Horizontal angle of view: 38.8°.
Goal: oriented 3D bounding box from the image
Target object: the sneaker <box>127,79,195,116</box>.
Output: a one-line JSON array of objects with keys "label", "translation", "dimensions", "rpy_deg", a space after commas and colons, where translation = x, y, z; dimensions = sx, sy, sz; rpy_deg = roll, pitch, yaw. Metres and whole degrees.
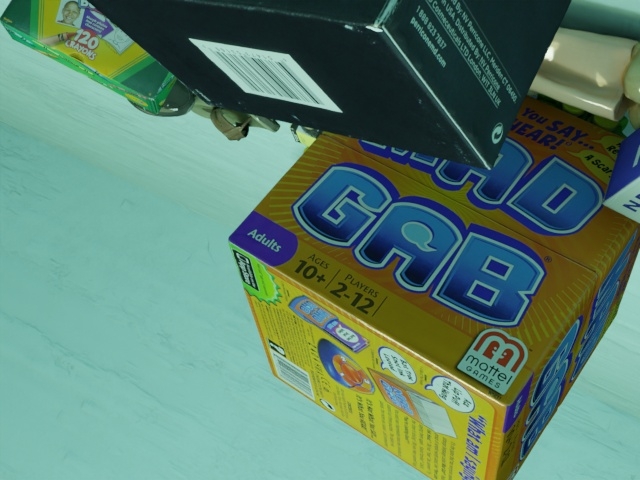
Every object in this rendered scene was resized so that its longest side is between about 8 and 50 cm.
[{"label": "sneaker", "translation": [-0.369, -0.330, 1.786], "dimensions": [0.267, 0.101, 0.106], "rpy_deg": [29, 167, -8]}]

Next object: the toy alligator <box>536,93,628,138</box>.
[{"label": "toy alligator", "translation": [0.296, -0.156, 1.076], "dimensions": [0.189, 0.051, 0.056], "rpy_deg": [32, 155, 20]}]

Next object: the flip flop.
[{"label": "flip flop", "translation": [-0.180, -0.239, 1.797], "dimensions": [0.277, 0.080, 0.112], "rpy_deg": [17, 165, 47]}]

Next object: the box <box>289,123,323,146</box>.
[{"label": "box", "translation": [0.071, -0.166, 1.497], "dimensions": [0.232, 0.087, 0.058], "rpy_deg": [26, 169, 16]}]

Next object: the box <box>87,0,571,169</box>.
[{"label": "box", "translation": [0.033, -0.240, 0.656], "dimensions": [0.296, 0.294, 0.182], "rpy_deg": [19, 168, 39]}]

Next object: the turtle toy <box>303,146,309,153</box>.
[{"label": "turtle toy", "translation": [-0.001, -0.142, 1.847], "dimensions": [0.095, 0.066, 0.130], "rpy_deg": [33, 168, -28]}]

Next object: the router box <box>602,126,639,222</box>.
[{"label": "router box", "translation": [0.468, -0.058, 0.790], "dimensions": [0.301, 0.082, 0.335], "rpy_deg": [25, 157, -4]}]

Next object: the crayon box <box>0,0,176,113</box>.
[{"label": "crayon box", "translation": [-0.348, -0.346, 1.471], "dimensions": [0.278, 0.165, 0.081], "rpy_deg": [27, 170, 0]}]

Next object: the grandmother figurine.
[{"label": "grandmother figurine", "translation": [0.187, -0.208, 0.975], "dimensions": [0.342, 0.104, 0.208], "rpy_deg": [19, 159, 28]}]

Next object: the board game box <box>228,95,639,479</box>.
[{"label": "board game box", "translation": [0.158, 0.051, 1.135], "dimensions": [0.356, 0.356, 0.356], "rpy_deg": [30, 155, 23]}]
